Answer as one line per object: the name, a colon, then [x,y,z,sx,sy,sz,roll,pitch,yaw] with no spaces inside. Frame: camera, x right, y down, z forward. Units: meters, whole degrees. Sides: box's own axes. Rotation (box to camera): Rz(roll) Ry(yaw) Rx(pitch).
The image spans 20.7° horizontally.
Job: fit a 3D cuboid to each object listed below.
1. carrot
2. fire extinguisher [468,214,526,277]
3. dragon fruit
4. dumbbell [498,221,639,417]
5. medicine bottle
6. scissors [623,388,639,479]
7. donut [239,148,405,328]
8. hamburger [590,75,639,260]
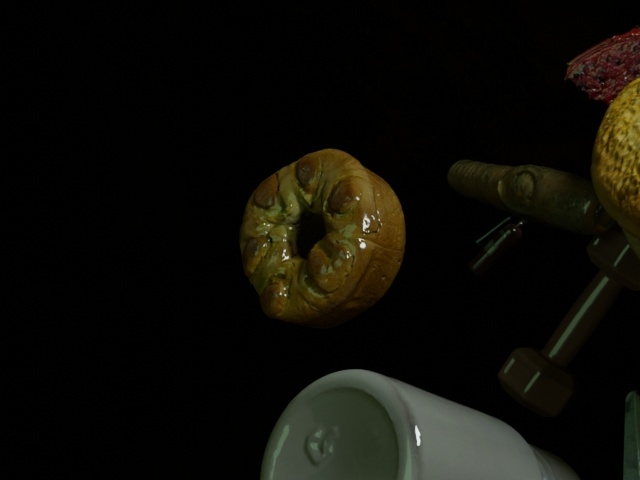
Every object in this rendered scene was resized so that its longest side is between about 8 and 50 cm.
carrot: [0.224,-0.057,2.002,0.342,0.070,0.070,20,86,63]
fire extinguisher: [0.212,-0.004,2.076,0.100,0.032,0.046,-48,14,17]
dragon fruit: [0.356,-0.210,2.021,0.097,0.063,0.131,43,106,10]
dumbbell: [0.288,0.087,1.927,0.231,0.082,0.092,-56,45,10]
medicine bottle: [0.119,0.270,1.823,0.208,0.340,0.208,-17,62,36]
scissors: [0.331,0.324,1.820,0.191,0.029,0.360,-28,50,48]
donut: [0.002,0.000,2.198,0.227,0.114,0.226,-18,61,36]
hamburger: [0.432,-0.077,1.766,0.290,0.170,0.314,-38,33,3]
